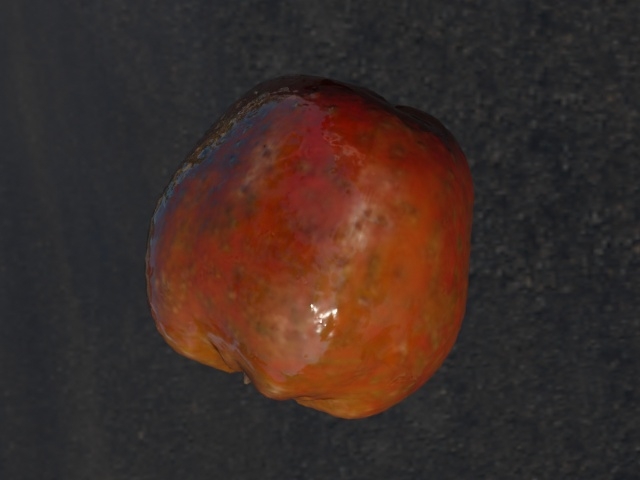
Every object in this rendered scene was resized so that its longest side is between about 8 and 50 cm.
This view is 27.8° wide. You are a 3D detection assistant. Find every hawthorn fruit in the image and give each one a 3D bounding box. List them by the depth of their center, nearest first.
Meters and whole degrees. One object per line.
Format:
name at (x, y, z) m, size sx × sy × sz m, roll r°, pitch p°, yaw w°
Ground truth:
hawthorn fruit at (0.000, 0.000, 0.697) m, size 0.189 × 0.189 × 0.189 m, roll 4°, pitch 95°, yaw 54°
